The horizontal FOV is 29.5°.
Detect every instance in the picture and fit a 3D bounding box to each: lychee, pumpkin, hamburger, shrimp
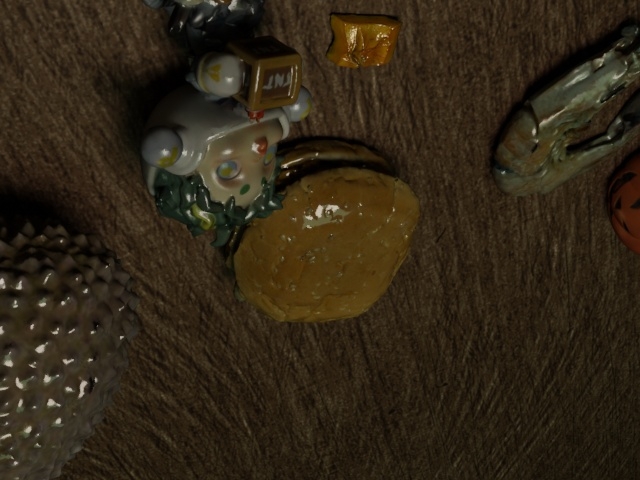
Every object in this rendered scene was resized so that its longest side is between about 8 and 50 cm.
[{"bbox_3d":[-0.427,0.143,1.503,0.432,0.380,0.380,-38,141,-13],"label":"lychee"},{"bbox_3d":[0.057,-0.252,1.553,0.101,0.035,0.073,-3,132,-19],"label":"pumpkin"},{"bbox_3d":[0.001,-0.001,1.711,0.259,0.144,0.283,-6,141,-24],"label":"hamburger"},{"bbox_3d":[0.397,-0.185,1.759,0.247,0.085,0.360,11,132,-45],"label":"shrimp"}]

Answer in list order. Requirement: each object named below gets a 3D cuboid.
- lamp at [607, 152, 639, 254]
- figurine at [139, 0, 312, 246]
[{"bbox_3d":[0.546,-0.052,1.896,0.188,0.164,0.187,-12,139,-11],"label":"lamp"},{"bbox_3d":[-0.109,-0.168,1.457,0.261,0.186,0.382,-11,132,-31],"label":"figurine"}]
